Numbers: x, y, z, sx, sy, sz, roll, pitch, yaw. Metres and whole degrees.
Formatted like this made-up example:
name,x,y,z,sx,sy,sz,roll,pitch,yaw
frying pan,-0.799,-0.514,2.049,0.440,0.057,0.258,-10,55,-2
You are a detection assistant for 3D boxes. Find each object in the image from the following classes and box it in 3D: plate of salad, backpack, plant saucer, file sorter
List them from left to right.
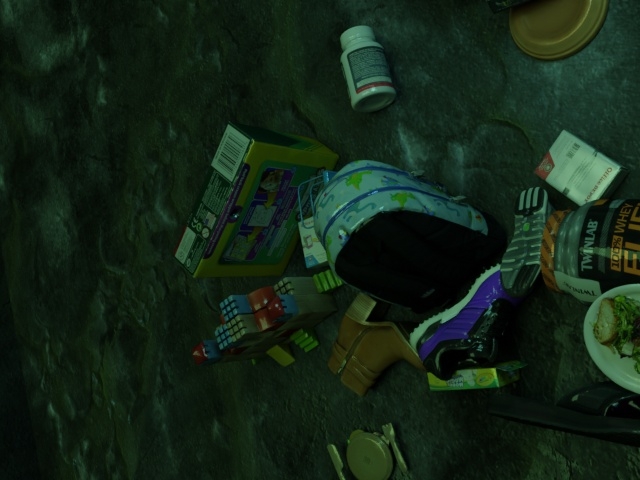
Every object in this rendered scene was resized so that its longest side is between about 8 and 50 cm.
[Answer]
name,x,y,z,sx,sy,sz,roll,pitch,yaw
file sorter,0.044,-0.086,1.624,0.104,0.170,0.118,-16,77,43
backpack,0.149,-0.009,1.405,0.290,0.355,0.273,-46,59,31
plant saucer,0.460,-0.457,1.366,0.200,0.037,0.200,-2,87,42
plate of salad,0.513,0.164,1.096,0.199,0.048,0.200,17,119,32

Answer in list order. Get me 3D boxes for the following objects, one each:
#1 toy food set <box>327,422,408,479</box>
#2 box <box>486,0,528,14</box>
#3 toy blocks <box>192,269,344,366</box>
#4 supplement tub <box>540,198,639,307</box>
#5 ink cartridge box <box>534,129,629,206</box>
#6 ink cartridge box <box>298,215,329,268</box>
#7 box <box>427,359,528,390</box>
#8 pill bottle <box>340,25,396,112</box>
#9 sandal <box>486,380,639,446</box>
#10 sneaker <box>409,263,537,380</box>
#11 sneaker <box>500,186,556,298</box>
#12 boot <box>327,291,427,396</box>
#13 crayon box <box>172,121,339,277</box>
name,x,y,z,sx,sy,sz,roll,pitch,yaw
toy food set,0.116,0.503,1.623,0.192,0.038,0.132,-29,77,31
box,0.423,-0.564,1.339,0.232,0.059,0.183,-14,69,26
toy blocks,-0.150,0.199,1.716,0.381,0.261,0.191,-37,65,33
supplement tub,0.548,0.027,1.162,0.316,0.193,0.194,2,89,41
ink cartridge box,0.491,-0.129,1.309,0.135,0.056,0.099,46,117,33
ink cartridge box,0.000,0.000,1.733,0.088,0.052,0.123,-22,72,38
box,0.320,0.272,1.405,0.179,0.105,0.043,-16,81,39
pill bottle,0.105,-0.402,1.625,0.108,0.108,0.180,-24,73,38
sandal,0.501,0.293,1.219,0.445,0.167,0.107,1,71,41
sneaker,0.320,0.170,1.355,0.293,0.102,0.146,-42,34,14
sneaker,0.416,0.023,1.307,0.086,0.132,0.229,-8,55,48
boot,0.132,0.266,1.566,0.283,0.109,0.220,38,111,37
crayon box,-0.152,-0.086,1.697,0.106,0.313,0.363,39,112,32
